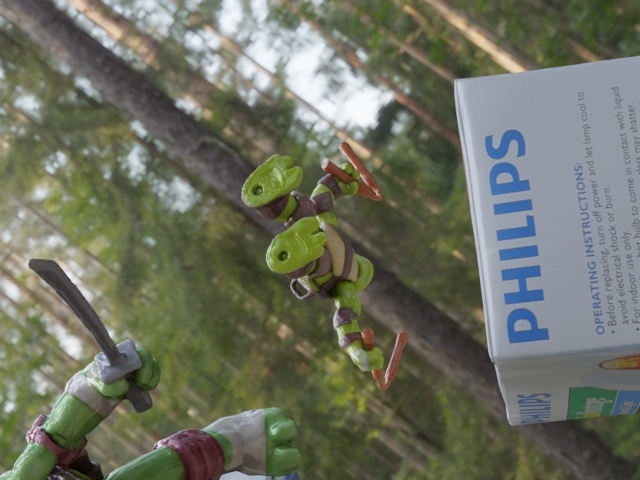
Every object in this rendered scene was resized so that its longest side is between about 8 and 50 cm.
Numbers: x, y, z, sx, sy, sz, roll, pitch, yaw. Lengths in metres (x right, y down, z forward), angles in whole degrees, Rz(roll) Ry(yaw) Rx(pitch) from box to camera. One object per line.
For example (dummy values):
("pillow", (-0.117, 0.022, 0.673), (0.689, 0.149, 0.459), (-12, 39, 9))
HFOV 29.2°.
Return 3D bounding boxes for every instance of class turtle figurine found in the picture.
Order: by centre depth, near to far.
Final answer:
("turtle figurine", (-0.094, 0.171, 0.728), (0.266, 0.198, 0.275), (2, -44, -49))
("turtle figurine", (0.000, 0.000, 1.165), (0.087, 0.270, 0.217), (-14, -24, 18))

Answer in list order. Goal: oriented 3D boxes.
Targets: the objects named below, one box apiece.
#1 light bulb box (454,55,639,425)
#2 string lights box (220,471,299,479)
("light bulb box", (0.312, 0.007, 1.013), (0.358, 0.361, 0.225), (55, -151, -71))
("string lights box", (-0.037, 0.296, 0.997), (0.076, 0.260, 0.133), (-15, 18, 10))
